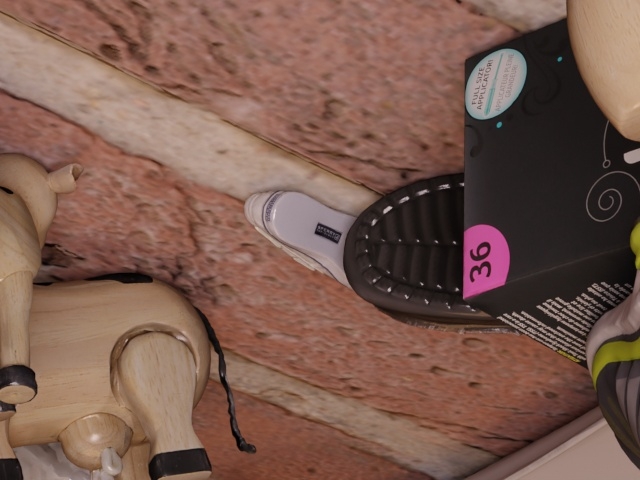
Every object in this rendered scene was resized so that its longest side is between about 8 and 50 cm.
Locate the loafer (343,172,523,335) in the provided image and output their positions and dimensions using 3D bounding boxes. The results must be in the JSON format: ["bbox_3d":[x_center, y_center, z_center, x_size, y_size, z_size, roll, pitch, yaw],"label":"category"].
[{"bbox_3d":[0.122,0.019,0.825,0.220,0.080,0.078,1,150,6],"label":"loafer"}]

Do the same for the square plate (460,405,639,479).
[{"bbox_3d":[0.261,0.187,1.143,0.344,0.049,0.347,18,148,-22],"label":"square plate"}]

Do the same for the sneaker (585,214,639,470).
[{"bbox_3d":[0.155,0.074,0.611,0.111,0.121,0.300,-4,162,10],"label":"sneaker"}]

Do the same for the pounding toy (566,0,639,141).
[{"bbox_3d":[0.182,-0.106,0.545,0.270,0.154,0.155,-5,157,-25],"label":"pounding toy"}]

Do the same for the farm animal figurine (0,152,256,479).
[{"bbox_3d":[-0.185,0.053,0.861,0.327,0.172,0.330,12,145,-38],"label":"farm animal figurine"}]

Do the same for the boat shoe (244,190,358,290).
[{"bbox_3d":[0.000,0.000,0.863,0.100,0.035,0.035,26,172,-41],"label":"boat shoe"}]

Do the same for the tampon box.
[{"bbox_3d":[0.150,-0.032,0.688,0.161,0.120,0.101,-21,144,37],"label":"tampon box"}]
